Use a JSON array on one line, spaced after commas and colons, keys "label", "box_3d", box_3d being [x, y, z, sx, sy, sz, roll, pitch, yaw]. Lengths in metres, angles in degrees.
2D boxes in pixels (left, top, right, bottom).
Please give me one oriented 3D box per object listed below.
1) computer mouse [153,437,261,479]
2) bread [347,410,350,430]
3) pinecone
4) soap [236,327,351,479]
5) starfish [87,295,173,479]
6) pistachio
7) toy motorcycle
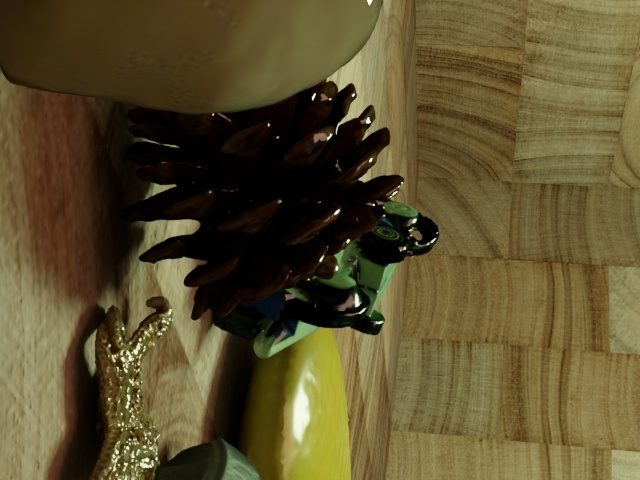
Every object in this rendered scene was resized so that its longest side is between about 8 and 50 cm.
[{"label": "computer mouse", "box_3d": [-0.085, 0.247, 0.841, 0.126, 0.071, 0.231, 64, 24, -24]}, {"label": "bread", "box_3d": [0.001, 0.265, 1.522, 0.060, 0.082, 0.113, 83, 17, -61]}, {"label": "pinecone", "box_3d": [-0.049, -0.052, 0.747, 0.208, 0.207, 0.208, 4, 90, -81]}, {"label": "soap", "box_3d": [-0.027, 0.264, 1.221, 0.306, 0.115, 0.427, -71, 162, -48]}, {"label": "starfish", "box_3d": [-0.125, 0.126, 0.725, 0.150, 0.053, 0.210, 90, 6, -50]}, {"label": "pistachio", "box_3d": [-0.067, -0.162, 0.539, 0.226, 0.208, 0.332, -44, -165, 8]}, {"label": "toy motorcycle", "box_3d": [0.000, 0.000, 1.117, 0.331, 0.196, 0.125, -38, 148, -61]}]
